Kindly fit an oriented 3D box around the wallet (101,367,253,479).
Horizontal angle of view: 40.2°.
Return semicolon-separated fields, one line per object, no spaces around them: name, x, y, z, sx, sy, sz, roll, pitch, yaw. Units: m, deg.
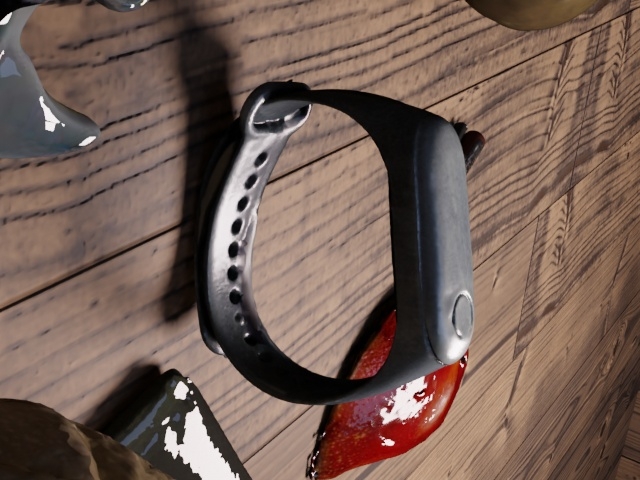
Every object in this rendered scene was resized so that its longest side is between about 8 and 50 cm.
wallet;-0.114;0.218;0.631;0.168;0.052;0.245;-46;136;-29

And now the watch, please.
watch;0.000;0.000;0.555;0.068;0.193;0.206;-13;98;-56

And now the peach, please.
peach;0.090;0.152;0.913;0.279;0.068;0.189;-50;143;-32

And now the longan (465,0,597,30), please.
longan;0.180;-0.259;0.724;0.204;0.159;0.184;72;38;-56

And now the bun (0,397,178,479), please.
bun;-0.135;0.212;0.396;0.281;0.205;0.281;-28;122;-59

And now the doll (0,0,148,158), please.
doll;-0.184;-0.088;0.268;0.316;0.103;0.145;-14;104;-47

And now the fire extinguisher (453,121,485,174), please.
fire extinguisher;0.138;-0.086;0.885;0.100;0.032;0.046;-52;157;-40
